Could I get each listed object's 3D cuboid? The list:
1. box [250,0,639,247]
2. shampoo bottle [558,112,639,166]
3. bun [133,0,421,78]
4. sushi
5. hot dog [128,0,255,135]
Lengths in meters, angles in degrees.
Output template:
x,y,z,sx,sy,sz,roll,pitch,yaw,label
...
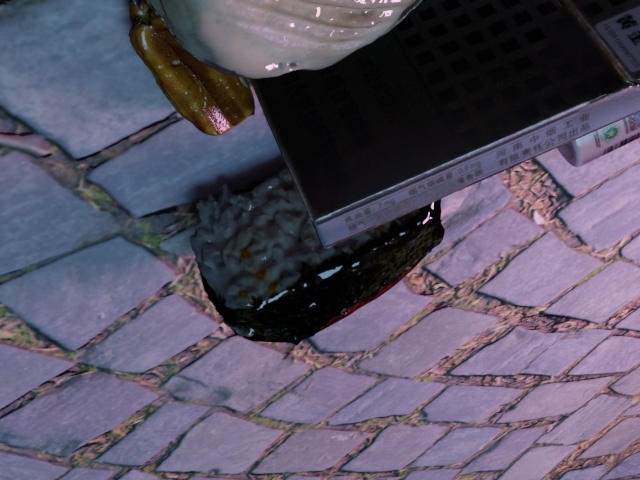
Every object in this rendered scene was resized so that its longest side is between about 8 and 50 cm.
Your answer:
x,y,z,sx,sy,sz,roll,pitch,yaw,label
0.118,-0.133,0.772,0.325,0.180,0.047,-24,145,0,box
0.353,-0.173,0.940,0.303,0.092,0.092,-27,146,2,shampoo bottle
-0.017,-0.212,0.623,0.239,0.141,0.239,-22,147,-15,bun
0.000,0.000,0.921,0.225,0.136,0.126,-23,154,-10,sushi
-0.099,-0.131,0.771,0.062,0.038,0.144,-27,143,9,hot dog
